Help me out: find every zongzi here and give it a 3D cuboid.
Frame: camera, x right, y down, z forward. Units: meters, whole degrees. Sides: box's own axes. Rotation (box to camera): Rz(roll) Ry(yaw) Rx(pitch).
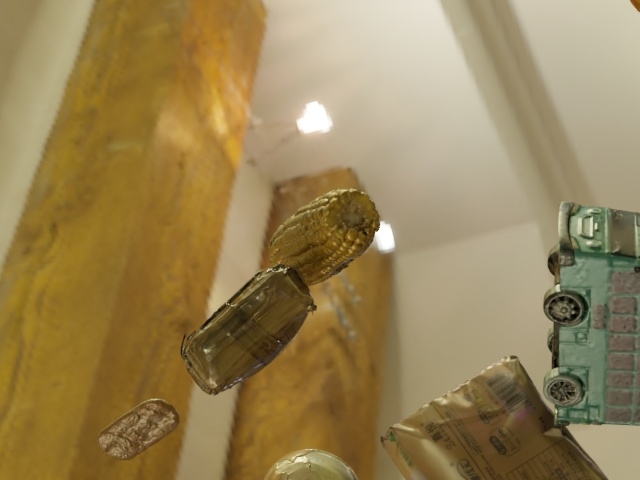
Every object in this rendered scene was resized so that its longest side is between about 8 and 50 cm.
[{"bbox_3d":[-0.096,0.124,1.880,0.099,0.194,0.197,49,168,5],"label":"zongzi"}]

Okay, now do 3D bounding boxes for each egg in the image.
[{"bbox_3d":[-0.017,0.507,2.746,0.244,0.201,0.201,81,-176,-70],"label":"egg"}]

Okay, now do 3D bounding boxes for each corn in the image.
[{"bbox_3d":[0.000,0.000,1.952,0.318,0.115,0.115,142,118,-73],"label":"corn"}]

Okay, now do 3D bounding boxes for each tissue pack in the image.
[{"bbox_3d":[0.232,0.293,1.775,0.257,0.215,0.123,53,165,26],"label":"tissue pack"}]

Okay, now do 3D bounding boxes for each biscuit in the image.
[{"bbox_3d":[-0.281,0.293,2.195,0.071,0.147,0.018,46,-158,-25],"label":"biscuit"}]

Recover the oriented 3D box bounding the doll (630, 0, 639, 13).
[{"bbox_3d":[0.431,-0.330,1.516,0.269,0.162,0.167,105,-174,-62],"label":"doll"}]

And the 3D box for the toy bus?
[{"bbox_3d":[0.339,0.089,1.694,0.128,0.147,0.256,-73,-18,-57],"label":"toy bus"}]
